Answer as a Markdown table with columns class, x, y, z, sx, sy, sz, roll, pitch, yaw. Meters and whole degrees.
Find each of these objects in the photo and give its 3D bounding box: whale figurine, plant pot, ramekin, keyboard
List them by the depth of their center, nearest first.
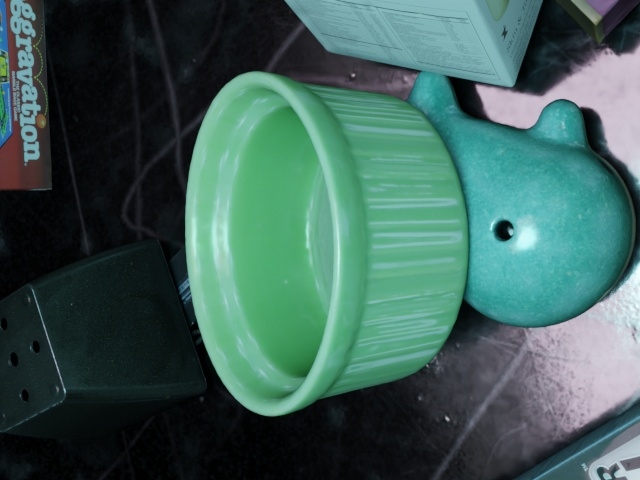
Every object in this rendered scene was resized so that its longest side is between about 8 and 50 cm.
| class | x | y | z | sx | sy | sz | roll | pitch | yaw |
| --- | --- | --- | --- | --- | --- | --- | --- | --- | --- |
| whale figurine | 0.151 | -0.043 | 0.873 | 0.272 | 0.141 | 0.216 | 48 | 112 | 19 |
| ramekin | 0.000 | 0.000 | 0.885 | 0.303 | 0.148 | 0.304 | 9 | 100 | 59 |
| plant pot | -0.270 | 0.121 | 1.059 | 0.187 | 0.167 | 0.188 | -28 | 78 | 34 |
| keyboard | -0.146 | 0.070 | 1.096 | 0.180 | 0.023 | 0.108 | -43 | 68 | 23 |

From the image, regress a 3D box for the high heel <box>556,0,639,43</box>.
| class | x | y | z | sx | sy | sz | roll | pitch | yaw |
| --- | --- | --- | --- | --- | --- | --- | --- | --- | --- |
| high heel | 0.367 | -0.160 | 0.776 | 0.181 | 0.127 | 0.377 | -44 | 81 | 10 |

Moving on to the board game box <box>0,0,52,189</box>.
| class | x | y | z | sx | sy | sz | roll | pitch | yaw |
| --- | --- | --- | --- | --- | --- | --- | --- | --- | --- |
| board game box | -0.379 | -0.199 | 1.128 | 0.027 | 0.145 | 0.281 | -1 | 93 | 26 |

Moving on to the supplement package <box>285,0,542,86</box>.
| class | x | y | z | sx | sy | sz | roll | pitch | yaw |
| --- | --- | --- | --- | --- | --- | --- | --- | --- | --- |
| supplement package | 0.077 | -0.283 | 0.805 | 0.198 | 0.262 | 0.199 | 16 | 83 | 25 |

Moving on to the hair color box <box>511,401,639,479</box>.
| class | x | y | z | sx | sy | sz | roll | pitch | yaw |
| --- | --- | --- | --- | --- | --- | --- | --- | --- | --- |
| hair color box | 0.252 | 0.281 | 0.856 | 0.374 | 0.113 | 0.185 | -39 | 76 | 24 |
